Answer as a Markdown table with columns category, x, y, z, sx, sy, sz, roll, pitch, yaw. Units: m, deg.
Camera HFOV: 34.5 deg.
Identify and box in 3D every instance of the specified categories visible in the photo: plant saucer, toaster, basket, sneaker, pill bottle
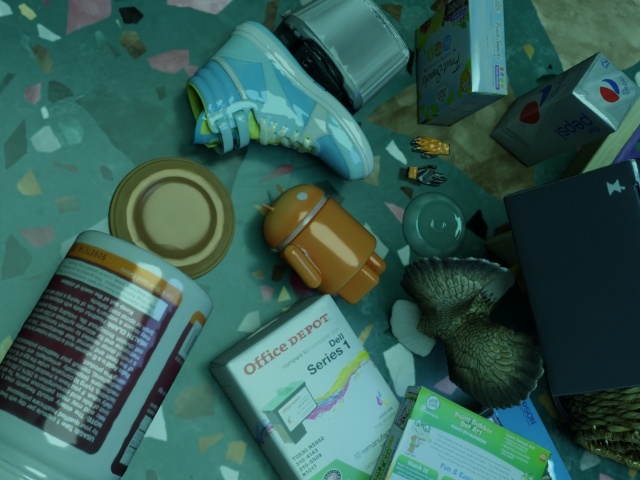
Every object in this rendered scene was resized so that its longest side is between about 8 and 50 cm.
| category | x | y | z | sx | sy | sz | roll | pitch | yaw |
| --- | --- | --- | --- | --- | --- | --- | --- | --- | --- |
| plant saucer | 0.198 | -0.025 | 1.748 | 0.119 | 0.021 | 0.119 | 3 | 81 | -17 |
| toaster | 0.042 | -0.305 | 1.682 | 0.146 | 0.129 | 0.227 | -41 | 95 | -21 |
| basket | 0.528 | 0.303 | 1.625 | 0.213 | 0.299 | 0.223 | -12 | 85 | -19 |
| plant saucer | -0.227 | -0.034 | 1.602 | 0.199 | 0.037 | 0.200 | 3 | 81 | -18 |
| sneaker | -0.081 | -0.171 | 1.627 | 0.319 | 0.127 | 0.208 | 45 | 69 | 3 |
| pill bottle | -0.335 | 0.204 | 1.435 | 0.224 | 0.224 | 0.392 | 31 | 73 | -12 |

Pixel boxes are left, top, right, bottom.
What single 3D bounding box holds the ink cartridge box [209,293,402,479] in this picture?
| category | x | y | z | sx | sy | sz | roll | pitch | yaw |
| --- | --- | --- | --- | --- | --- | --- | --- | --- | --- |
| ink cartridge box | -0.009 | 0.250 | 1.590 | 0.201 | 0.117 | 0.278 | -34 | 93 | -20 |

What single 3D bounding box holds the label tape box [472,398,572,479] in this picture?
| category | x | y | z | sx | sy | sz | roll | pitch | yaw |
| --- | --- | --- | --- | --- | --- | --- | --- | --- | --- |
| label tape box | 0.227 | 0.426 | 1.647 | 0.347 | 0.115 | 0.249 | -28 | 92 | -22 |

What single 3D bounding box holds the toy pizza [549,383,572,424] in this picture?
| category | x | y | z | sx | sy | sz | roll | pitch | yaw |
| --- | --- | --- | --- | --- | --- | --- | --- | --- | --- |
| toy pizza | 0.484 | 0.240 | 1.799 | 0.201 | 0.032 | 0.201 | 3 | 80 | -17 |

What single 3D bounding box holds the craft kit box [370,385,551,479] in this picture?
| category | x | y | z | sx | sy | sz | roll | pitch | yaw |
| --- | --- | --- | --- | --- | --- | --- | --- | --- | --- |
| craft kit box | 0.198 | 0.381 | 1.555 | 0.249 | 0.061 | 0.247 | 29 | 77 | -15 |

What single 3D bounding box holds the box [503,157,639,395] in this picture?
| category | x | y | z | sx | sy | sz | roll | pitch | yaw |
| --- | --- | --- | --- | --- | --- | --- | --- | --- | --- |
| box | 0.486 | 0.035 | 1.498 | 0.395 | 0.212 | 0.294 | -9 | 84 | -47 |

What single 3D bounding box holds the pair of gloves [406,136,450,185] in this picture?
| category | x | y | z | sx | sy | sz | roll | pitch | yaw |
| --- | --- | --- | --- | --- | --- | --- | --- | --- | --- |
| pair of gloves | 0.186 | -0.136 | 1.766 | 0.074 | 0.010 | 0.083 | 11 | 80 | -17 |

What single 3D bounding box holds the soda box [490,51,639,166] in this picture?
| category | x | y | z | sx | sy | sz | roll | pitch | yaw |
| --- | --- | --- | --- | --- | --- | --- | --- | --- | --- |
| soda box | 0.397 | -0.209 | 1.699 | 0.098 | 0.286 | 0.091 | 39 | 74 | -9 |

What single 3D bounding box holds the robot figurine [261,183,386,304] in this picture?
| category | x | y | z | sx | sy | sz | roll | pitch | yaw |
| --- | --- | --- | --- | --- | --- | --- | --- | --- | --- |
| robot figurine | 0.000 | 0.001 | 1.621 | 0.219 | 0.128 | 0.158 | 42 | 71 | -5 |

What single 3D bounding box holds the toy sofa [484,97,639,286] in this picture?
| category | x | y | z | sx | sy | sz | roll | pitch | yaw |
| --- | --- | --- | --- | --- | --- | --- | --- | --- | --- |
| toy sofa | 0.465 | -0.077 | 1.776 | 0.177 | 0.150 | 0.363 | 41 | 72 | -7 |

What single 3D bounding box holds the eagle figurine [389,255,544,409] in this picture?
| category | x | y | z | sx | sy | sz | roll | pitch | yaw |
| --- | --- | --- | --- | --- | --- | --- | --- | --- | --- |
| eagle figurine | 0.224 | 0.112 | 1.571 | 0.226 | 0.298 | 0.225 | 16 | 101 | 5 |

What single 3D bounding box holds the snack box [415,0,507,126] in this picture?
| category | x | y | z | sx | sy | sz | roll | pitch | yaw |
| --- | --- | --- | --- | --- | --- | --- | --- | --- | --- |
| snack box | 0.228 | -0.297 | 1.699 | 0.070 | 0.207 | 0.175 | 2 | 82 | -18 |
